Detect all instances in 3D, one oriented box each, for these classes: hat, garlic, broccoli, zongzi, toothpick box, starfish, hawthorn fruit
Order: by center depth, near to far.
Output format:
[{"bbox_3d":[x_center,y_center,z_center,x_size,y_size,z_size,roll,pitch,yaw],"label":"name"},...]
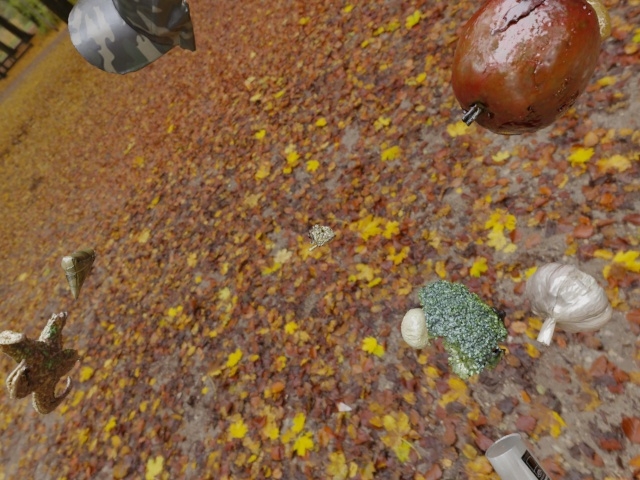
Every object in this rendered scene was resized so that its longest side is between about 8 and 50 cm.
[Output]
[{"bbox_3d":[-0.399,0.175,0.620,0.209,0.053,0.150,128,154,-81],"label":"starfish"},{"bbox_3d":[-0.450,0.061,0.819,0.040,0.083,0.076,-8,12,6],"label":"zongzi"},{"bbox_3d":[0.430,-0.374,0.916,0.316,0.316,0.316,-22,47,26],"label":"hawthorn fruit"},{"bbox_3d":[-0.478,-0.598,1.023,0.381,0.257,0.366,-22,84,3],"label":"hat"},{"bbox_3d":[0.522,0.605,1.097,0.111,0.111,0.181,-37,76,12],"label":"toothpick box"},{"bbox_3d":[0.633,0.184,1.148,0.212,0.218,0.218,-44,39,-17],"label":"garlic"},{"bbox_3d":[0.521,0.328,1.615,0.277,0.317,0.338,-40,24,-29],"label":"broccoli"}]

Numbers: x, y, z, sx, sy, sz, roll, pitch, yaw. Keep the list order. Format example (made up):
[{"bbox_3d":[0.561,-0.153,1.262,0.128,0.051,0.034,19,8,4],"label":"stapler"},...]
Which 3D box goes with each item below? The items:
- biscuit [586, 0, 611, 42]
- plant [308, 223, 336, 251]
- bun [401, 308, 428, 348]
[{"bbox_3d":[0.560,-0.531,1.034,0.260,0.041,0.203,36,90,29],"label":"biscuit"},{"bbox_3d":[0.000,0.000,1.761,0.104,0.116,0.122,54,127,44],"label":"plant"},{"bbox_3d":[0.255,0.241,1.178,0.069,0.115,0.115,-6,52,7],"label":"bun"}]
